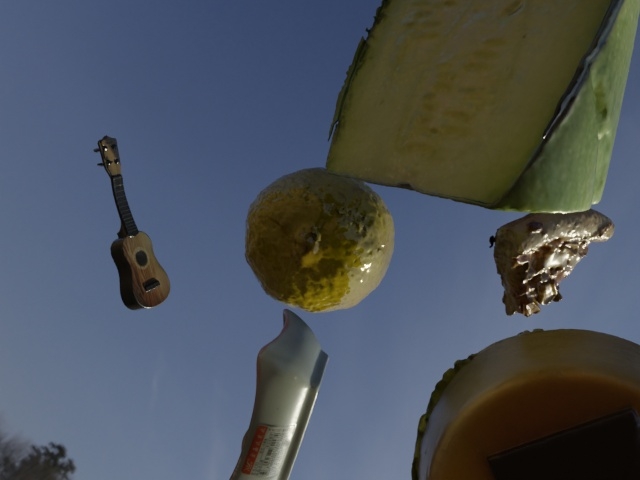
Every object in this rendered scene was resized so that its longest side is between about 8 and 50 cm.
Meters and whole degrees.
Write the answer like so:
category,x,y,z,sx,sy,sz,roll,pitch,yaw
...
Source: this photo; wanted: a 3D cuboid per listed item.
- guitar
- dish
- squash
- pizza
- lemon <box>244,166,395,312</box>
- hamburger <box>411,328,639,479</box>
category,x,y,z,sx,sy,sz,roll,pitch,yaw
guitar,-0.300,-0.025,0.961,0.038,0.084,0.271,-9,-78,25
dish,-0.049,0.205,0.743,0.077,0.151,0.213,19,-75,3
squash,0.151,-0.197,0.523,0.233,0.210,0.309,20,-69,49
pizza,0.271,0.028,0.763,0.062,0.181,0.161,46,-61,43
lemon,0.000,0.000,1.121,0.268,0.268,0.322,49,3,10
hamburger,0.226,0.227,0.590,0.299,0.176,0.301,0,-90,15
